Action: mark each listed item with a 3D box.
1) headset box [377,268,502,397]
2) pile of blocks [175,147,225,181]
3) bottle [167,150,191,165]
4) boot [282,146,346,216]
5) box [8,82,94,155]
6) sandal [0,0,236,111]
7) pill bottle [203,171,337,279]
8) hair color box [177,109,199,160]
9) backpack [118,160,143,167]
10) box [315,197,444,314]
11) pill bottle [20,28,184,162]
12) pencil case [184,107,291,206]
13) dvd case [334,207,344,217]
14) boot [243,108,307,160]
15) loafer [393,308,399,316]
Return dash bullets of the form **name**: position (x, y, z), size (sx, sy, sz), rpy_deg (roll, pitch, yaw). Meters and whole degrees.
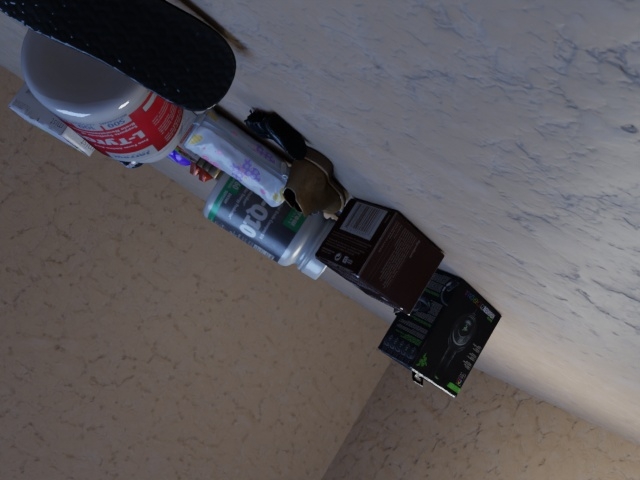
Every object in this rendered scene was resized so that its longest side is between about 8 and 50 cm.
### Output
- **headset box**: position (0.318, 0.253, 1.714), size (0.131, 0.283, 0.246), rpy_deg (24, 169, 49)
- **pile of blocks**: position (-0.339, -0.241, 1.807), size (0.362, 0.112, 0.149), rpy_deg (36, 172, -34)
- **bottle**: position (-0.456, -0.298, 1.983), size (0.283, 0.092, 0.118), rpy_deg (27, 170, 32)
- **boot**: position (-0.021, -0.102, 1.423), size (0.112, 0.115, 0.305), rpy_deg (28, 173, 16)
- **box**: position (-0.689, -0.394, 1.768), size (0.262, 0.231, 0.127), rpy_deg (27, 171, 29)
- **sandal**: position (-0.329, -0.345, 0.931), size (0.446, 0.167, 0.107), rpy_deg (36, -171, -25)
- **pill bottle**: position (-0.120, -0.059, 1.758), size (0.361, 0.204, 0.204), rpy_deg (32, 173, -3)
- **hair color box**: position (-0.355, -0.289, 1.630), size (0.053, 0.093, 0.167), rpy_deg (26, 170, 42)
- **backpack**: position (-0.629, -0.336, 2.127), size (0.117, 0.173, 0.158), rpy_deg (26, 171, 39)
- **box**: position (0.136, 0.035, 1.462), size (0.203, 0.167, 0.168), rpy_deg (37, 171, -37)
- **pill bottle**: position (-0.404, -0.291, 1.285), size (0.229, 0.229, 0.407), rpy_deg (31, 173, 4)
- **pencil case**: position (-0.177, -0.189, 1.470), size (0.273, 0.113, 0.124), rpy_deg (34, 178, -12)
- **dvd case**: position (0.067, -0.064, 1.697), size (0.087, 0.013, 0.119), rpy_deg (26, 171, 39)
- **boot**: position (-0.090, -0.208, 1.262), size (0.121, 0.045, 0.099), rpy_deg (45, 165, -32)
- **loafer**: position (0.362, 0.249, 2.097), size (0.134, 0.130, 0.366), rpy_deg (35, 172, -21)
